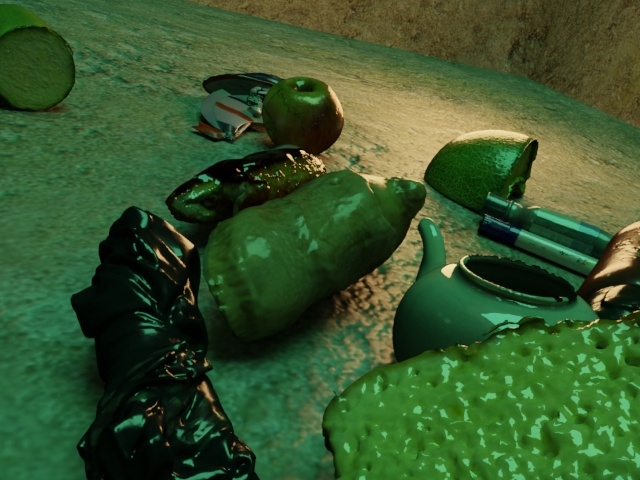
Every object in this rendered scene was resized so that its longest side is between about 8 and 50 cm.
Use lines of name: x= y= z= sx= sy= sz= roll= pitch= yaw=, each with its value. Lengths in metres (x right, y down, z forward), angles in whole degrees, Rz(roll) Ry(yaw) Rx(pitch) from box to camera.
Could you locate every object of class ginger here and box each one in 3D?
ginger: x=0.000 y=0.000 z=0.673 sx=0.190 sy=0.126 sz=0.354 roll=-18 pitch=9 yaw=38

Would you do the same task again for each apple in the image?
apple: x=-0.030 y=-0.212 z=1.133 sx=0.147 sy=0.146 sz=0.146 roll=14 pitch=24 yaw=-6

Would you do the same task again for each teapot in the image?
teapot: x=0.165 y=0.085 z=0.588 sx=0.193 sy=0.129 sz=0.294 roll=2 pitch=19 yaw=-28

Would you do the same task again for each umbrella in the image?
umbrella: x=-0.124 y=0.077 z=0.458 sx=0.110 sy=0.121 sz=0.272 roll=-15 pitch=42 yaw=-13

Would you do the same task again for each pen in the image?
pen: x=0.371 y=0.025 z=0.986 sx=0.269 sy=0.033 sz=0.033 roll=25 pitch=25 yaw=16

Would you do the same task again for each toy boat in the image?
toy boat: x=-0.161 y=-0.256 z=1.234 sx=0.219 sy=0.071 sz=0.318 roll=32 pitch=38 yaw=25

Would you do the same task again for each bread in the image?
bread: x=0.122 y=0.150 z=0.416 sx=0.229 sy=0.139 sz=0.143 roll=-15 pitch=32 yaw=11
bread: x=-0.079 y=-0.059 z=0.788 sx=0.140 sy=0.095 sz=0.269 roll=-10 pitch=14 yaw=21

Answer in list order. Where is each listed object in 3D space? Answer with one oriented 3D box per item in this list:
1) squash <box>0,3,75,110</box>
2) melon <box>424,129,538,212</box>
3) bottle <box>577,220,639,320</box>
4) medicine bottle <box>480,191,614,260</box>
squash: x=-0.491 y=-0.306 z=1.038 sx=0.133 sy=0.132 sz=0.247 roll=-4 pitch=29 yaw=-37
melon: x=0.300 y=-0.153 z=1.211 sx=0.169 sy=0.129 sz=0.265 roll=23 pitch=26 yaw=22
bottle: x=0.374 y=0.078 z=0.746 sx=0.144 sy=0.143 sz=0.336 roll=28 pitch=28 yaw=23
medicine bottle: x=0.362 y=-0.021 z=1.034 sx=0.209 sy=0.053 sz=0.090 roll=24 pitch=1 yaw=16
